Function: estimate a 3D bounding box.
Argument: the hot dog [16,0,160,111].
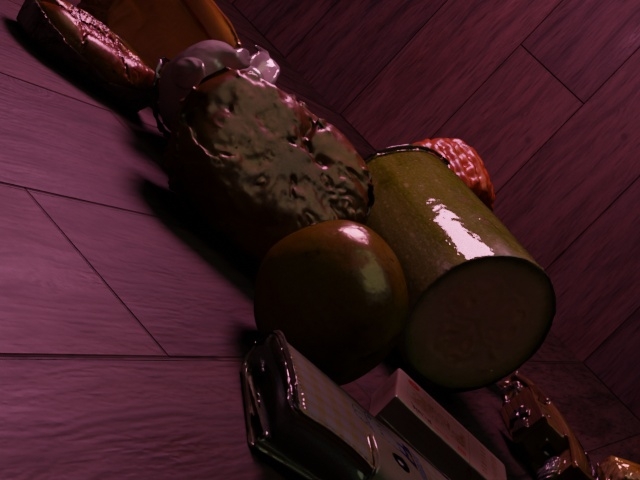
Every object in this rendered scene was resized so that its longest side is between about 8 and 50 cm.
[{"bbox_3d":[-0.335,-0.279,2.063,0.268,0.075,0.144,35,11,-48],"label":"hot dog"}]

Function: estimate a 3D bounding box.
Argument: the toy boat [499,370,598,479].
[{"bbox_3d":[0.355,0.310,2.273,0.121,0.089,0.321,43,12,-23],"label":"toy boat"}]

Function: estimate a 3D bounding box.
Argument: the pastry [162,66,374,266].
[{"bbox_3d":[-0.080,-0.090,1.933,0.311,0.162,0.255,39,51,-9],"label":"pastry"}]

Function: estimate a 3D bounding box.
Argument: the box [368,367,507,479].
[{"bbox_3d":[0.153,0.266,1.791,0.201,0.058,0.141,43,11,-5],"label":"box"}]

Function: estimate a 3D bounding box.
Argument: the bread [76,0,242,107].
[{"bbox_3d":[-0.262,-0.336,2.293,0.288,0.204,0.156,40,-7,-32],"label":"bread"}]

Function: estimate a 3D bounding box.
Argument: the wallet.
[{"bbox_3d":[0.050,0.241,1.499,0.309,0.077,0.223,41,7,-19],"label":"wallet"}]

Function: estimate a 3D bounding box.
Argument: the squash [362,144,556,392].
[{"bbox_3d":[0.176,0.035,2.236,0.263,0.263,0.384,36,13,-36],"label":"squash"}]

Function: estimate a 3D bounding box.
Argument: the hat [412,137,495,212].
[{"bbox_3d":[0.226,0.021,2.560,0.285,0.285,0.400,30,28,-51],"label":"hat"}]

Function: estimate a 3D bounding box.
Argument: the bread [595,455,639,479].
[{"bbox_3d":[0.541,0.451,2.177,0.204,0.163,0.262,-71,136,-89],"label":"bread"}]

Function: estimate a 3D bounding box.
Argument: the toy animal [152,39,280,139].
[{"bbox_3d":[-0.150,-0.214,2.160,0.154,0.208,0.325,7,14,13],"label":"toy animal"}]

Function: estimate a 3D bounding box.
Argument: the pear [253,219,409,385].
[{"bbox_3d":[0.013,0.078,1.671,0.200,0.200,0.200,42,11,-10],"label":"pear"}]
